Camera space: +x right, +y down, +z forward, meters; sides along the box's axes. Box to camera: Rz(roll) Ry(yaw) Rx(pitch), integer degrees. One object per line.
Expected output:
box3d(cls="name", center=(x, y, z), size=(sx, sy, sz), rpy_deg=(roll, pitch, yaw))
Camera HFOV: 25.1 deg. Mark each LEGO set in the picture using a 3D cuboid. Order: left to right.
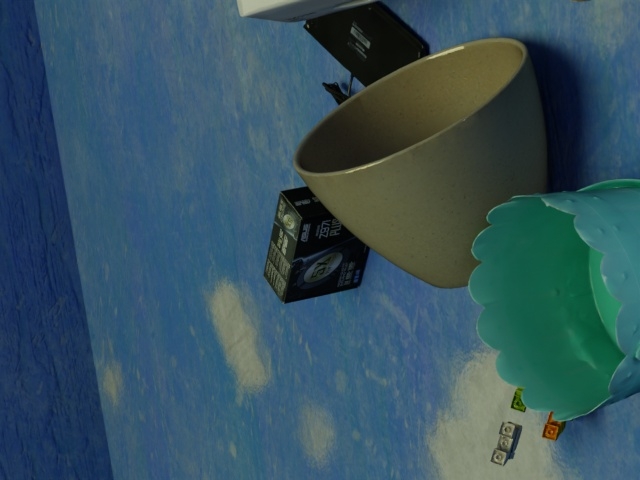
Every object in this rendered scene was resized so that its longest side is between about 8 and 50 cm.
box3d(cls="LEGO set", center=(0.304, 0.196, 1.896), size=(0.087, 0.093, 0.227), rpy_deg=(17, 88, 22))

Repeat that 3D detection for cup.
box3d(cls="cup", center=(0.164, -0.080, 1.866), size=(0.331, 0.331, 0.237), rpy_deg=(10, 134, 60))

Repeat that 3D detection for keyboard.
box3d(cls="keyboard", center=(0.063, -0.279, 2.221), size=(0.317, 0.033, 0.201), rpy_deg=(50, 134, 43))

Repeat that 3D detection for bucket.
box3d(cls="bucket", center=(0.328, 0.062, 1.703), size=(0.281, 0.183, 0.281), rpy_deg=(30, 125, 54))

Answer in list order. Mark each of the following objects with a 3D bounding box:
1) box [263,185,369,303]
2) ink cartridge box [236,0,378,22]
box3d(cls="box", center=(0.000, 0.000, 2.313), size=(0.077, 0.147, 0.180), rpy_deg=(52, 142, 40))
box3d(cls="ink cartridge box", center=(0.006, -0.523, 1.973), size=(0.285, 0.166, 0.395), rpy_deg=(-11, 91, 28))
